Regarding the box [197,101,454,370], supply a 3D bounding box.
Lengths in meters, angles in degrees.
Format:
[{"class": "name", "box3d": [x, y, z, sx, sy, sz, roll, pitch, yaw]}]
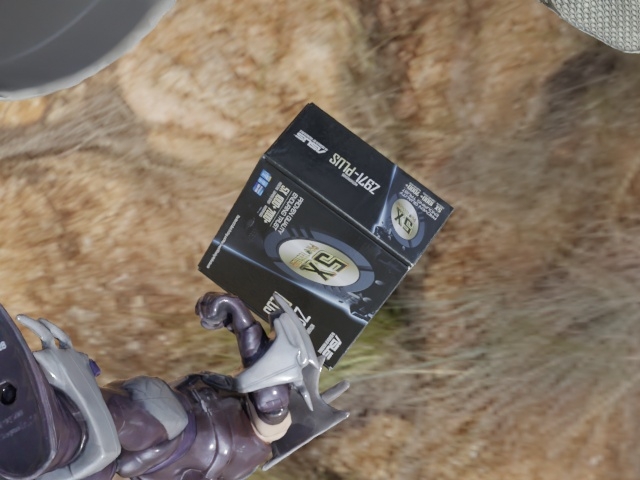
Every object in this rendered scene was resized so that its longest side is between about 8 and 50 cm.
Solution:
[{"class": "box", "box3d": [0.000, 0.000, 1.424, 0.147, 0.180, 0.077, 37, 51, 1]}]

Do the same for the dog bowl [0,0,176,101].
[{"class": "dog bowl", "box3d": [-0.104, -0.198, 0.301, 0.102, 0.349, 0.349, 1, 86, 19]}]

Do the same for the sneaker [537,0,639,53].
[{"class": "sneaker", "box3d": [0.087, -0.199, 1.021, 0.343, 0.134, 0.146, 29, 59, -29]}]

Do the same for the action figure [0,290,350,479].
[{"class": "action figure", "box3d": [-0.094, 0.092, 0.850, 0.185, 0.285, 0.099, -39, 75, 16]}]
